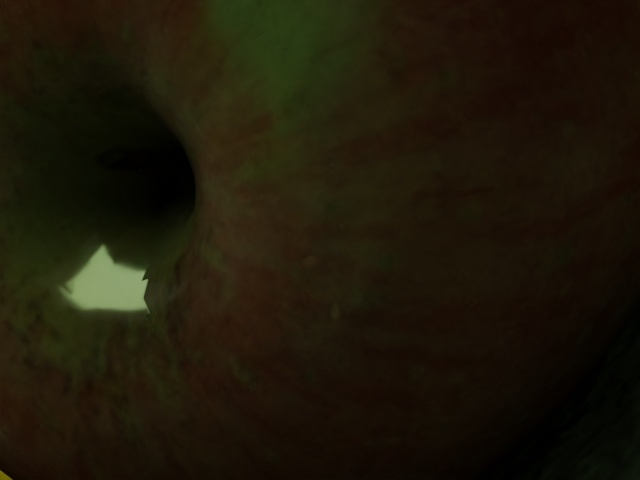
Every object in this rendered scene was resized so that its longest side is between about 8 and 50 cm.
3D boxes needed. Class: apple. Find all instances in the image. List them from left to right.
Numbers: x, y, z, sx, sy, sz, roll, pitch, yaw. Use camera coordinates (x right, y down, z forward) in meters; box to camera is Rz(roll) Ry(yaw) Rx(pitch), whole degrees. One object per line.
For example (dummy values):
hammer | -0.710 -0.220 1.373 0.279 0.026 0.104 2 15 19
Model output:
apple | -0.011 -0.034 0.662 0.345 0.344 0.269 -38 -11 30

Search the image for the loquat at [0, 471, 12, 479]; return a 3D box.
loquat | -0.197 0.198 0.743 0.208 0.208 0.208 -42 11 10
